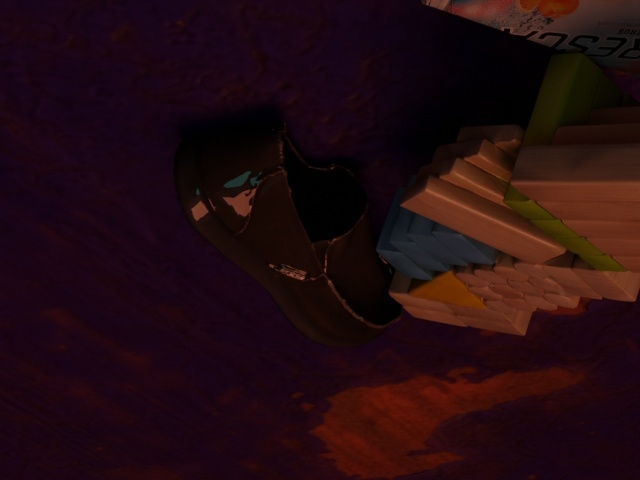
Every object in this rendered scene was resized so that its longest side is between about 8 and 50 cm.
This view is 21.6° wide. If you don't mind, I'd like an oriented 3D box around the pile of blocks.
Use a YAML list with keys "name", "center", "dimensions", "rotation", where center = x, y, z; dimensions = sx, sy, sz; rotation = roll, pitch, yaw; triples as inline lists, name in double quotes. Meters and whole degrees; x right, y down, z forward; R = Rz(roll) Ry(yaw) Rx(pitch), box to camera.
- name: "pile of blocks"
  center: [0.119, -0.038, 0.917]
  dimensions: [0.149, 0.112, 0.362]
  rotation: [24, 163, -15]

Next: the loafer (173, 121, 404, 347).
- name: "loafer"
  center: [0.000, 0.000, 1.017]
  dimensions: [0.078, 0.080, 0.220]
  rotation: [-21, 147, 24]

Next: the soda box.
- name: "soda box"
  center: [0.134, -0.131, 0.832]
  dimensions: [0.183, 0.063, 0.058]
  rotation: [13, 145, -31]
